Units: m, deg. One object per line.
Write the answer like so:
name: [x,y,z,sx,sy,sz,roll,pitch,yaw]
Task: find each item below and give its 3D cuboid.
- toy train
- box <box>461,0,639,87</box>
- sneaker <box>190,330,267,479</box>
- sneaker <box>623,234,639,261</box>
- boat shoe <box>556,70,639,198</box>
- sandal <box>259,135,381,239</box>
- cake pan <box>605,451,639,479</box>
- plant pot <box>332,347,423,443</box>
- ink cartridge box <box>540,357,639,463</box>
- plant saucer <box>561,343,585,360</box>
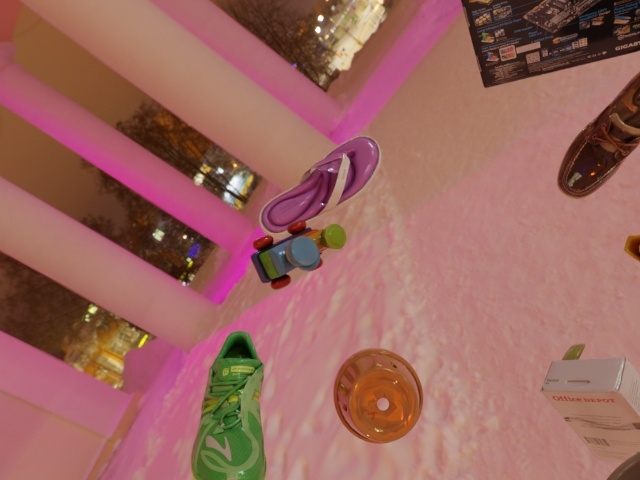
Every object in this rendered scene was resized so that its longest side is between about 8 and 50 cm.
toy train: [0.000,0.000,0.809,0.247,0.105,0.143,-27,5,-36]
box: [0.307,-0.303,0.534,0.220,0.175,0.051,-4,58,33]
sneaker: [-0.139,0.248,0.637,0.296,0.109,0.124,-117,29,-64]
sneaker: [0.521,0.025,0.615,0.175,0.067,0.064,-34,-41,-85]
boat shoe: [0.676,-0.250,0.948,0.342,0.123,0.123,-56,-21,20]
sandal: [0.008,-0.153,1.147,0.416,0.169,0.102,-41,-21,-8]
cake pan: [0.464,0.383,0.480,0.293,0.054,0.293,-50,8,10]
plant pot: [0.183,0.482,1.264,0.291,0.290,0.203,-58,-7,-9]
ink cartridge box: [0.843,0.496,1.202,0.129,0.307,0.223,-46,8,-33]
plant saucer: [0.876,0.467,1.490,0.037,0.241,0.241,31,86,37]
